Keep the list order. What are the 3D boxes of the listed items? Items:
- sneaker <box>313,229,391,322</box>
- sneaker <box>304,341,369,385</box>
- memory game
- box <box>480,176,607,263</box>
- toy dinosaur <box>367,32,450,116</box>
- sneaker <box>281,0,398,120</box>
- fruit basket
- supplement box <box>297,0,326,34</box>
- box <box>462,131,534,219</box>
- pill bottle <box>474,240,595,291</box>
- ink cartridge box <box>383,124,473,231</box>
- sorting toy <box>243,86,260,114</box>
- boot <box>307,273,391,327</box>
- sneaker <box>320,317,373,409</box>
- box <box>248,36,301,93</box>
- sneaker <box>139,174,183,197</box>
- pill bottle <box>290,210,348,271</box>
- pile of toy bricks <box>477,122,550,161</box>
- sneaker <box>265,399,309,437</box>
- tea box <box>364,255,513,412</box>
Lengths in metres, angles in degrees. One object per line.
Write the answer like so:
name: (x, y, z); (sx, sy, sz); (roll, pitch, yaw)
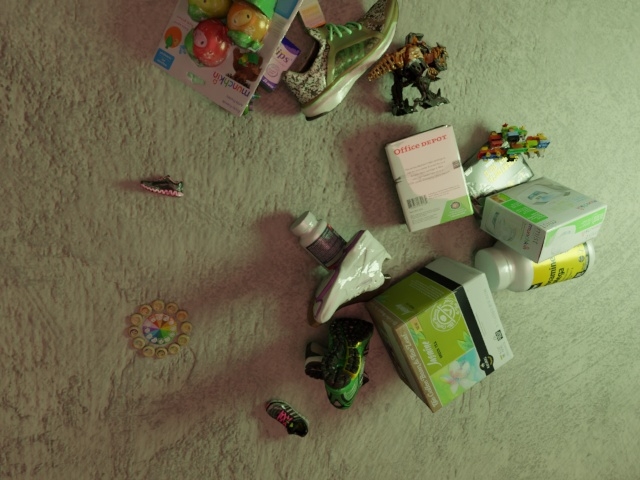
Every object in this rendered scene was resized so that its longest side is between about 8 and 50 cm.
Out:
sneaker: (0.096, 0.114, 1.221); (0.152, 0.114, 0.305); (40, 66, -8)
sneaker: (0.058, 0.402, 1.414); (0.100, 0.108, 0.271); (-39, 125, 23)
memory game: (-0.478, 0.266, 1.316); (0.186, 0.012, 0.187); (-2, 101, -12)
box: (0.681, -0.068, 1.363); (0.261, 0.231, 0.127); (-19, 127, -20)
toy dinosaur: (0.254, -0.479, 1.264); (0.321, 0.164, 0.219); (-16, 102, -15)
sneaker: (0.050, -0.530, 1.193); (0.182, 0.158, 0.410); (38, 90, -34)
fruit basket: (-0.247, -0.542, 1.102); (0.327, 0.165, 0.353); (34, 96, 14)
supplement box: (-0.033, -0.642, 1.237); (0.062, 0.036, 0.099); (-26, 105, -6)
box: (0.555, -0.208, 1.435); (0.231, 0.056, 0.183); (-41, 105, -2)
pill bottle: (0.693, 0.063, 1.446); (0.333, 0.188, 0.188); (-13, 102, -10)
ink cartridge box: (0.322, -0.190, 1.331); (0.198, 0.115, 0.273); (-16, 104, 9)
sorting toy: (-0.192, -0.402, 1.233); (0.042, 0.061, 0.102); (4, 100, -15)
boot: (0.091, 0.189, 1.385); (0.206, 0.090, 0.249); (10, 125, -33)
sneaker: (0.074, 0.347, 1.306); (0.134, 0.343, 0.147); (7, 116, 16)
box: (-0.146, -0.505, 1.219); (0.126, 0.072, 0.137); (36, 90, -16)
sneaker: (-0.441, -0.158, 1.234); (0.119, 0.047, 0.057); (11, 91, -21)
pill bottle: (0.000, 0.000, 1.323); (0.108, 0.108, 0.180); (-46, 106, -1)
pile of toy bricks: (0.590, -0.315, 1.354); (0.212, 0.118, 0.105); (-5, 62, -2)
sneaker: (-0.102, 0.579, 1.422); (0.170, 0.075, 0.063); (39, 90, -16)
tea box: (0.369, 0.281, 1.378); (0.323, 0.220, 0.329); (-30, 109, -9)
